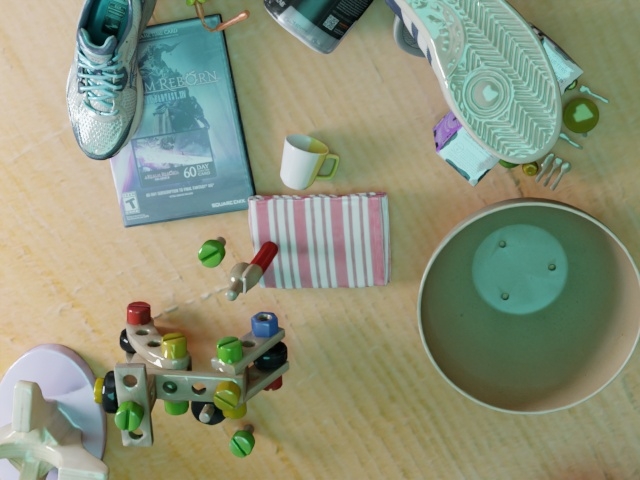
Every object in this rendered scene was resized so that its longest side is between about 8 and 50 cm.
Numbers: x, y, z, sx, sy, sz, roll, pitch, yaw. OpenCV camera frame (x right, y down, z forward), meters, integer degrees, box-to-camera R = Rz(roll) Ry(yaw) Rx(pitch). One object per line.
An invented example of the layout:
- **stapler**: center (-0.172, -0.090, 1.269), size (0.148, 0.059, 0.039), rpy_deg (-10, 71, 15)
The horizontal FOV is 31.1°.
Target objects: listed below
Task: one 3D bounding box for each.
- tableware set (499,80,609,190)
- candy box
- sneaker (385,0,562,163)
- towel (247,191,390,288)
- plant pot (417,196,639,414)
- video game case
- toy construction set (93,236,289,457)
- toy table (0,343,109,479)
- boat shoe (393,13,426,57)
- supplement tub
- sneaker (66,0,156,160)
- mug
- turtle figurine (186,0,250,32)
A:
- **tableware set**: center (0.312, -0.153, 1.566), size (0.104, 0.024, 0.154), rpy_deg (29, 107, 0)
- **candy box**: center (0.237, -0.180, 1.490), size (0.070, 0.165, 0.196), rpy_deg (40, 105, -8)
- **sneaker**: center (0.174, -0.253, 1.378), size (0.131, 0.148, 0.350), rpy_deg (-31, 94, 11)
- **towel**: center (0.000, 0.000, 1.629), size (0.197, 0.029, 0.144), rpy_deg (-1, 114, 6)
- **plant pot**: center (0.274, 0.063, 1.541), size (0.284, 0.191, 0.284), rpy_deg (2, 106, 5)
- **video game case**: center (-0.208, -0.164, 1.611), size (0.196, 0.026, 0.274), rpy_deg (-8, 105, 8)
- **toy construction set**: center (-0.169, 0.158, 1.571), size (0.257, 0.237, 0.309), rpy_deg (28, 113, 1)
- **toy table**: center (-0.417, 0.306, 1.692), size (0.252, 0.161, 0.274), rpy_deg (-3, 104, 6)
- **boat shoe**: center (0.186, -0.388, 1.482), size (0.118, 0.103, 0.320), rpy_deg (17, 113, -19)
- **supplement tub**: center (0.024, -0.347, 1.489), size (0.117, 0.117, 0.190), rpy_deg (39, 105, -6)
- **sneaker**: center (-0.291, -0.240, 1.521), size (0.110, 0.122, 0.283), rpy_deg (11, 106, 3)
- **mug**: center (-0.020, -0.103, 1.592), size (0.078, 0.062, 0.064), rpy_deg (21, 114, 6)
- **turtle figurine**: center (-0.112, -0.425, 1.496), size (0.217, 0.087, 0.269), rpy_deg (44, 114, 1)
